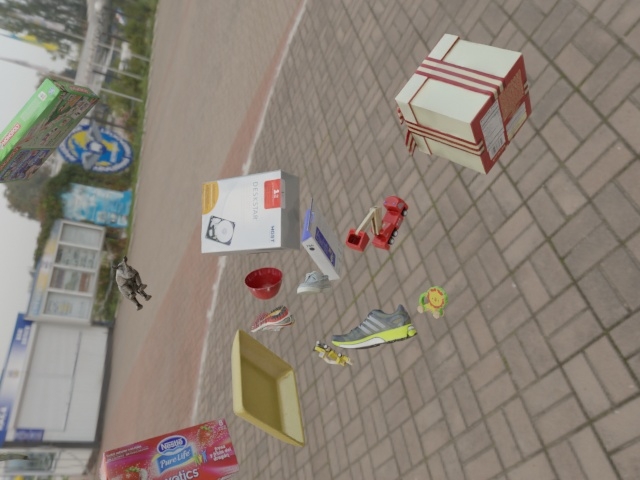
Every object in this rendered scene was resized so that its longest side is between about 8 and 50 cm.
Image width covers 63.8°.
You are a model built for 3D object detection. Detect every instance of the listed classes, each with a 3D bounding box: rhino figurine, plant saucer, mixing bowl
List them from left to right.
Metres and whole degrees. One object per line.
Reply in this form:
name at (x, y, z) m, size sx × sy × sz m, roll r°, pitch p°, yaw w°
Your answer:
rhino figurine at (-0.595, 0.125, 1.604) m, size 0.106 × 0.073 × 0.243 m, roll 45°, pitch 153°, yaw 16°
plant saucer at (-0.197, 0.517, 1.763) m, size 0.081 × 0.333 × 0.333 m, roll -32°, pitch 38°, yaw 14°
mixing bowl at (-0.259, 0.213, 2.414) m, size 0.181 × 0.181 × 0.098 m, roll -124°, pitch 23°, yaw -57°

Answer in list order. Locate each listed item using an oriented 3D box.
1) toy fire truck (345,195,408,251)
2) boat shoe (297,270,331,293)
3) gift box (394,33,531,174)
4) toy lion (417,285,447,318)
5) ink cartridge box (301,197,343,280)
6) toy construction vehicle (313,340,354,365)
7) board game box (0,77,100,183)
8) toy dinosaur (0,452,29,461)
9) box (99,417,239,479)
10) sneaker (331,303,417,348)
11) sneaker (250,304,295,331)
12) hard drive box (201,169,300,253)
toy fire truck at (0.148, -0.043, 1.314) m, size 0.047 × 0.135 × 0.192 m, roll 16°, pitch 73°, yaw 40°
boat shoe at (-0.025, 0.151, 1.839) m, size 0.079 × 0.227 × 0.081 m, roll -10°, pitch 83°, yaw 21°
gift box at (0.358, -0.333, 1.330) m, size 0.258 × 0.276 × 0.255 m, roll 32°, pitch 77°, yaw 36°
toy lion at (0.351, 0.187, 1.600) m, size 0.100 × 0.034 × 0.096 m, roll 13°, pitch 108°, yaw 49°
ink cartridge box at (0.000, 0.000, 2.023) m, size 0.065 × 0.332 × 0.165 m, roll -10°, pitch 48°, yaw 21°
toy construction vehicle at (0.025, 0.276, 1.228) m, size 0.098 × 0.086 × 0.035 m, roll 21°, pitch 76°, yaw 36°
board game box at (-0.730, -0.274, 1.325) m, size 0.317 × 0.046 × 0.213 m, roll -44°, pitch 6°, yaw 8°
toy dinosaur at (-0.582, 0.302, 0.747) m, size 0.064 × 0.268 × 0.118 m, roll -51°, pitch 58°, yaw 18°
box at (-0.319, 0.482, 1.083) m, size 0.128 × 0.257 × 0.122 m, roll -57°, pitch 49°, yaw 46°
sneaker at (0.176, 0.301, 1.760) m, size 0.300 × 0.111 × 0.121 m, roll -16°, pitch 71°, yaw 18°
sneaker at (-0.202, 0.348, 2.133) m, size 0.225 × 0.093 × 0.088 m, roll -23°, pitch 31°, yaw 37°
hard drive box at (-0.168, -0.061, 1.236) m, size 0.232 × 0.089 × 0.181 m, roll -6°, pitch 81°, yaw 28°
